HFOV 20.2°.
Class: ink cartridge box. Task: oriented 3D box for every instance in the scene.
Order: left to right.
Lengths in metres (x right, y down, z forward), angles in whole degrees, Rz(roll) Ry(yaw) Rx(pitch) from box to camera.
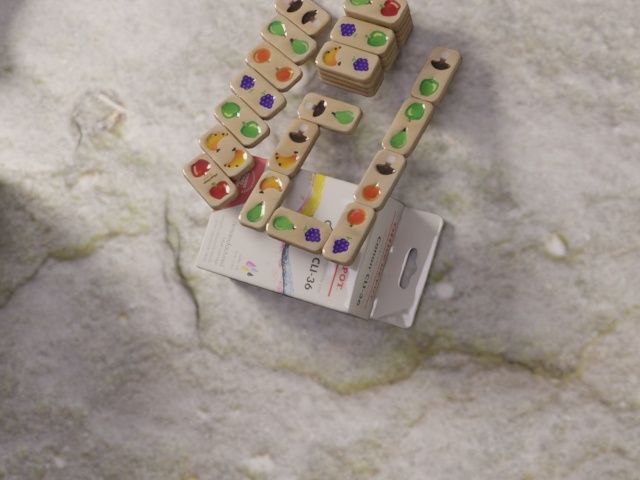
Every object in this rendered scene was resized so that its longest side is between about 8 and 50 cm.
[{"bbox_3d":[0.000,0.000,1.633,0.198,0.067,0.115,16,87,21],"label":"ink cartridge box"}]

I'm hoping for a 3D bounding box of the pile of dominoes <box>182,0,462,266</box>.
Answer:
[{"bbox_3d":[-0.005,-0.118,1.619,0.196,0.040,0.251,20,68,22],"label":"pile of dominoes"}]
